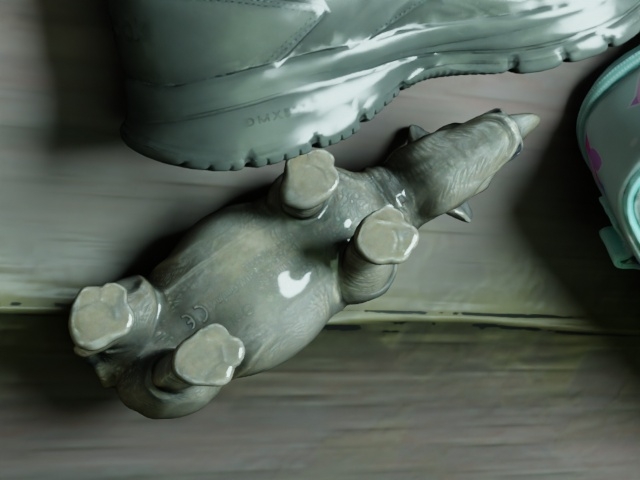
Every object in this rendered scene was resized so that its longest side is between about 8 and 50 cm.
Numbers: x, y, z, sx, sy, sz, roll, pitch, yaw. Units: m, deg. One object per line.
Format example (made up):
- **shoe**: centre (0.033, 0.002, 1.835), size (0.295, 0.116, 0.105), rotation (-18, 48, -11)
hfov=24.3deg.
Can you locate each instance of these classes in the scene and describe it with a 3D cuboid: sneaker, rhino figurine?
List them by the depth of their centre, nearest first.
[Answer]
- **sneaker**: centre (0.042, -0.127, 0.624), size (0.286, 0.109, 0.130), rotation (-23, 114, -23)
- **rhino figurine**: centre (0.000, 0.000, 0.658), size (0.243, 0.106, 0.073), rotation (-31, 84, -17)

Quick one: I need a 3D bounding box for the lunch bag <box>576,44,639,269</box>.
- **lunch bag**: centre (0.269, -0.023, 0.764), size (0.224, 0.108, 0.279), rotation (-31, 125, 19)
